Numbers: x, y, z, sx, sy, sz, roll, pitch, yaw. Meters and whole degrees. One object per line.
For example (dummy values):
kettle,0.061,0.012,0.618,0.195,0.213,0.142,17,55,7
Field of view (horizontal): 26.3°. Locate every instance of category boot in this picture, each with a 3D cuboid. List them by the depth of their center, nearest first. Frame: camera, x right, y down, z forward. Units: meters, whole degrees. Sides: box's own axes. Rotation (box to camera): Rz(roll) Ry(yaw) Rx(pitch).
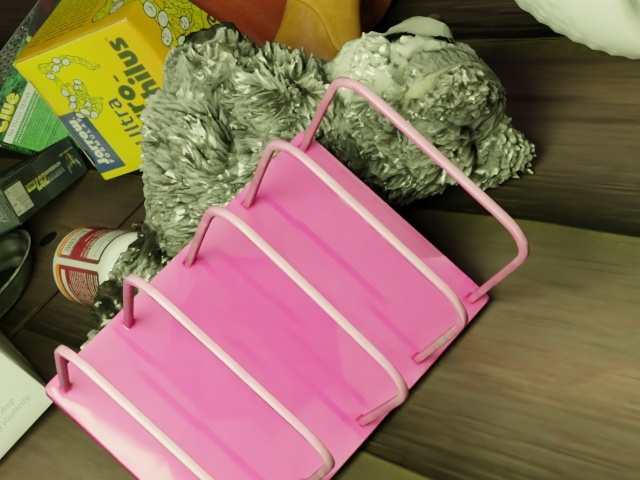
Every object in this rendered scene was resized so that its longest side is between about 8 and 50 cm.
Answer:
boot,0.024,-0.200,1.425,0.295,0.104,0.211,-50,48,16

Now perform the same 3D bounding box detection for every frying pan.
frying pan,-0.469,0.097,1.634,0.326,0.053,0.197,-33,27,10

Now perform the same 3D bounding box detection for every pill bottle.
pill bottle,-0.204,0.032,1.405,0.152,0.086,0.086,7,50,52

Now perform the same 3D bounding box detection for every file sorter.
file sorter,-0.023,0.057,0.978,0.290,0.202,0.182,-46,-5,-18

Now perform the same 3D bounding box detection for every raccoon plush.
raccoon plush,0.000,0.000,1.213,0.299,0.216,0.446,15,90,31

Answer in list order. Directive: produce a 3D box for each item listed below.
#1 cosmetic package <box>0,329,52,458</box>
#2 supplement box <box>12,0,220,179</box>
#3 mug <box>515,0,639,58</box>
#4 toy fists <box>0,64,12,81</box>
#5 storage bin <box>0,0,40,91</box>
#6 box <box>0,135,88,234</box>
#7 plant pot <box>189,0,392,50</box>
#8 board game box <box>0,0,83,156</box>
cosmetic package,-0.452,0.124,1.414,0.217,0.156,0.385,-47,36,-6
supplement box,-0.193,-0.278,1.749,0.195,0.194,0.356,-15,35,34
mug,0.317,-0.312,1.208,0.374,0.276,0.328,-7,33,-10
toy fists,-0.555,-0.163,2.081,0.279,0.096,0.142,-26,17,20
storage bin,-0.387,-0.249,1.945,0.180,0.084,0.122,-57,-10,-12
box,-0.413,-0.041,1.709,0.183,0.059,0.232,-25,12,18
plant pot,-0.060,-0.347,1.575,0.272,0.265,0.272,-21,52,30
board game box,-0.347,-0.233,1.854,0.136,0.030,0.259,18,72,6
